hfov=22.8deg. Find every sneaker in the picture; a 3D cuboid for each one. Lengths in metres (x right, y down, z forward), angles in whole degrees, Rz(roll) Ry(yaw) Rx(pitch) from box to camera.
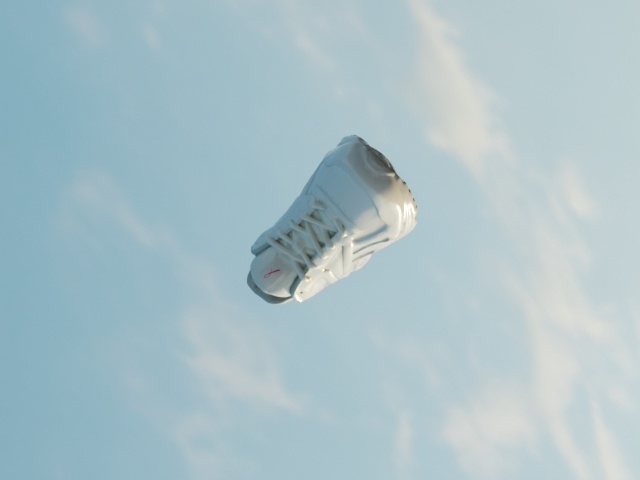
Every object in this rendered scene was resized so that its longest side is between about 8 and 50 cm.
[{"bbox_3d":[0.000,0.000,1.284,0.115,0.232,0.090,-38,-100,-25],"label":"sneaker"}]
